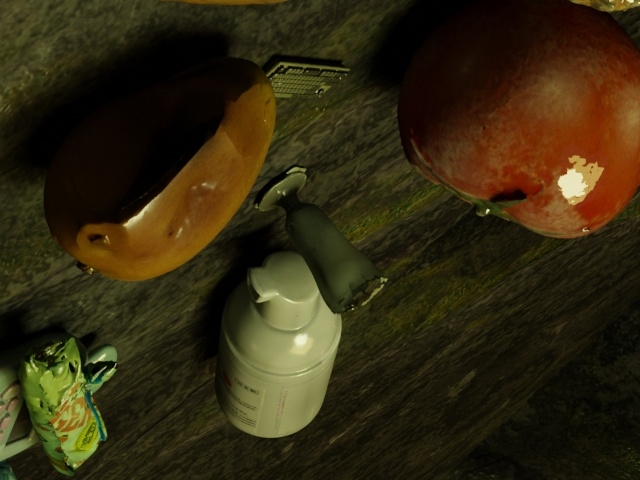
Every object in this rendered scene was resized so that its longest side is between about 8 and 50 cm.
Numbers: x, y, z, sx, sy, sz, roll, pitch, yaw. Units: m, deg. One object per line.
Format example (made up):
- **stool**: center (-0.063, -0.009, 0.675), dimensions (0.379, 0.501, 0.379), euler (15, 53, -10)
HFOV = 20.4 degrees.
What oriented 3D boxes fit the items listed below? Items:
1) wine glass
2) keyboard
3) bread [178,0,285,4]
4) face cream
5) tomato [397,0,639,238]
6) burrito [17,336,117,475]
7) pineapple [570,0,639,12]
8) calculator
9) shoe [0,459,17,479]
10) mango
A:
- **wine glass**: center (0.000, 0.000, 1.900), dimensions (0.072, 0.155, 0.072), euler (-32, 161, -12)
- **keyboard**: center (-0.021, -0.153, 1.707), dimensions (0.049, 0.015, 0.129), euler (-45, 161, 24)
- **bread**: center (-0.047, -0.238, 1.256), dimensions (0.251, 0.133, 0.174), euler (-26, 158, -27)
- **face cream**: center (-0.046, 0.108, 2.100), dimensions (0.145, 0.145, 0.370), euler (-30, 163, -18)
- **tomato**: center (0.213, -0.136, 1.802), dimensions (0.265, 0.265, 0.265), euler (-33, 162, -12)
- **burrito**: center (-0.256, 0.165, 1.857), dimensions (0.104, 0.054, 0.288), euler (-40, 158, -17)
- **pineapple**: center (0.273, -0.314, 1.649), dimensions (0.166, 0.166, 0.193), euler (-14, 135, -50)
- **calculator**: center (-0.338, 0.175, 1.867), dimensions (0.299, 0.041, 0.185), euler (-23, 152, -42)
- **shoe**: center (-0.376, 0.260, 1.989), dimensions (0.064, 0.071, 0.143), euler (-33, 148, -16)
- **mango**: center (-0.131, -0.065, 1.529), dimensions (0.236, 0.136, 0.166), euler (-45, 153, -15)
